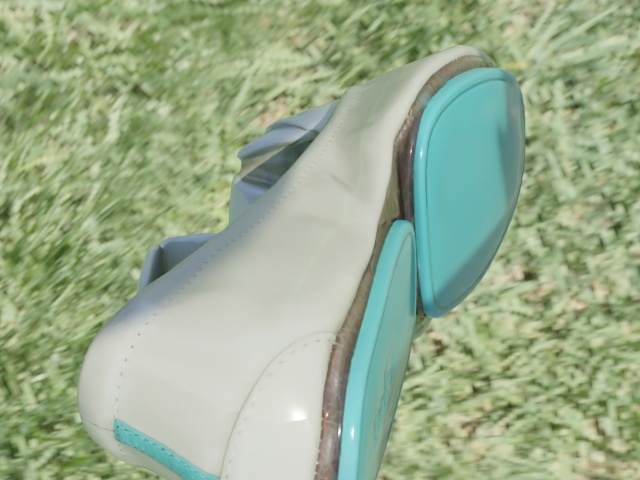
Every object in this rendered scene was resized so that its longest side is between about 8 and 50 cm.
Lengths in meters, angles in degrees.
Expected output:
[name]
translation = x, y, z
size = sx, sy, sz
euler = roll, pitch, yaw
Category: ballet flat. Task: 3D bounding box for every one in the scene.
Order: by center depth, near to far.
[ballet flat]
translation = 0.000, 0.000, 0.506
size = 0.086, 0.248, 0.086
euler = 6, 112, 15
